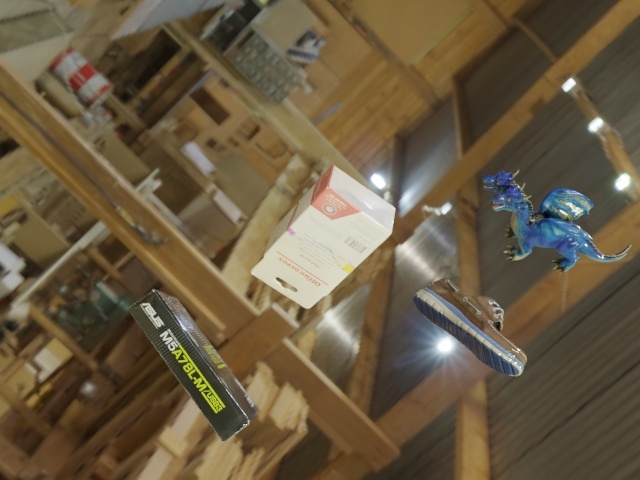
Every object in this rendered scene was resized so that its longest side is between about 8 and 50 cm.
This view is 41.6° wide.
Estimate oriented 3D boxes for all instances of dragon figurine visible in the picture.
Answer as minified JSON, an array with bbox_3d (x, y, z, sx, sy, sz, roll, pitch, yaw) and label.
[{"bbox_3d":[0.385,-0.024,1.344,0.144,0.289,0.085,108,-4,-54],"label":"dragon figurine"}]

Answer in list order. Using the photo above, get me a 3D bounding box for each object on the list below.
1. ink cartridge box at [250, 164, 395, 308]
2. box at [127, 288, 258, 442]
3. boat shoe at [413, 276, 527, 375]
[{"bbox_3d":[0.000,0.000,1.208,0.198,0.115,0.067,-45,-161,33],"label":"ink cartridge box"},{"bbox_3d":[-0.147,0.147,1.009,0.045,0.184,0.190,-39,175,-6],"label":"box"},{"bbox_3d":[0.208,0.106,1.119,0.066,0.183,0.066,-41,146,-16],"label":"boat shoe"}]
